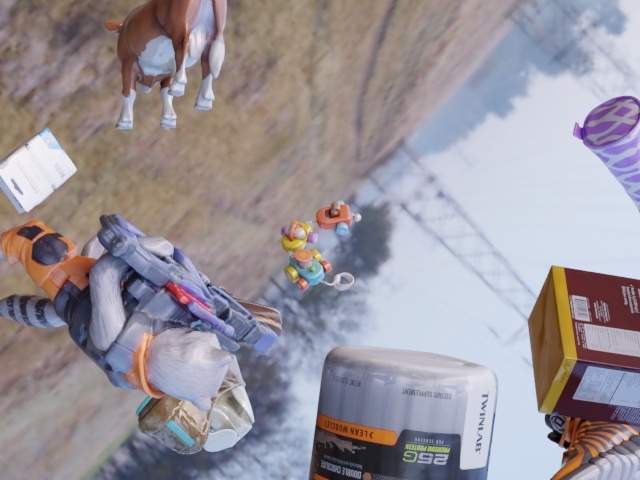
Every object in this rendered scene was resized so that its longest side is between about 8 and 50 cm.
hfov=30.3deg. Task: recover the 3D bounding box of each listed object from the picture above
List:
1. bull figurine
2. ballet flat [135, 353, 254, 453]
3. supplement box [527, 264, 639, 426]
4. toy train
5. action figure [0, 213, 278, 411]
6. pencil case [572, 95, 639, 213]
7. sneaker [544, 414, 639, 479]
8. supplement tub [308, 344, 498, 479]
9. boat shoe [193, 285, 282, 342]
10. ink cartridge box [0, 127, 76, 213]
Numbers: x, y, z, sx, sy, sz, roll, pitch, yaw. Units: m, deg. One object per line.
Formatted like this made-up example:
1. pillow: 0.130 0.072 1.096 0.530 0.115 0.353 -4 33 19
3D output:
1. bull figurine: -0.212 -0.254 1.590 0.101 0.189 0.310 3 169 -26
2. ballet flat: -0.161 0.245 1.718 0.116 0.124 0.342 -48 174 6
3. supplement box: 0.430 0.159 1.779 0.191 0.194 0.129 -86 -173 -47
4. toy train: 0.000 0.000 1.789 0.046 0.125 0.166 79 7 -49
5. action figure: -0.202 0.085 1.276 0.179 0.330 0.341 -56 140 -6
6. pencil case: 0.392 -0.083 1.423 0.088 0.206 0.086 -11 -136 40
7. sneaker: 0.399 0.329 1.826 0.321 0.180 0.125 -11 123 -45
8. supplement tub: 0.085 0.300 1.367 0.207 0.207 0.338 177 -80 -89
9. boat shoe: -0.153 0.093 1.612 0.073 0.206 0.073 98 -3 -55
10. ink cartridge box: -0.258 -0.058 1.047 0.028 0.048 0.083 -23 -162 33
